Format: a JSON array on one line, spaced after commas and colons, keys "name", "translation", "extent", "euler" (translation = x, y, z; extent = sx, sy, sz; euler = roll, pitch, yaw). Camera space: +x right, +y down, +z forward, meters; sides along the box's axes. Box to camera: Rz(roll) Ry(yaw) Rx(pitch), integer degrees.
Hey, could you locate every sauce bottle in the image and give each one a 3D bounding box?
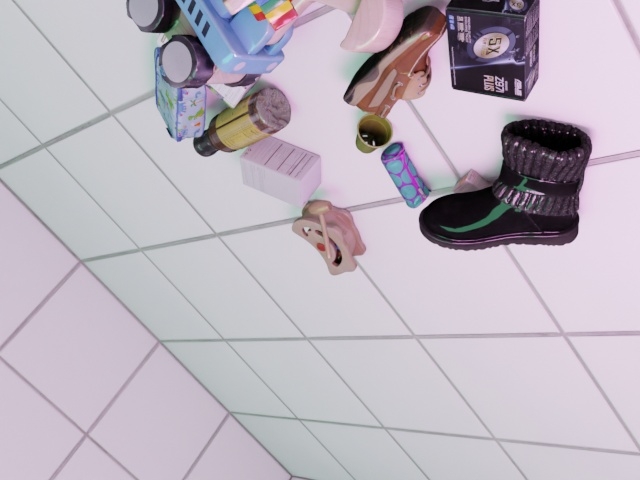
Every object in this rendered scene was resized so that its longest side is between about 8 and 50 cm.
[{"name": "sauce bottle", "translation": [-0.208, -0.283, 1.965], "extent": [0.111, 0.111, 0.344], "euler": [49, 147, -21]}]

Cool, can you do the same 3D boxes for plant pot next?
[{"name": "plant pot", "translation": [0.112, -0.233, 1.773], "extent": [0.083, 0.083, 0.079], "euler": [36, 160, -2]}]

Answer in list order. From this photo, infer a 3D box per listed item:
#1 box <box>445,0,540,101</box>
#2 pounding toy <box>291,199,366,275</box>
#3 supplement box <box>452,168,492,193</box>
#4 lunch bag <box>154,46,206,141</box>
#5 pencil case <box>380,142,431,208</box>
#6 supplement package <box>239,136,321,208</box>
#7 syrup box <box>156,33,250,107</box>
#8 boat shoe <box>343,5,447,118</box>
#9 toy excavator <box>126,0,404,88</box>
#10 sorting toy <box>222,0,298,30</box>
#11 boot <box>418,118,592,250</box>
[{"name": "box", "translation": [0.312, -0.354, 1.421], "extent": [0.147, 0.077, 0.180], "euler": [16, 143, 26]}, {"name": "pounding toy", "translation": [0.000, 0.000, 2.096], "extent": [0.154, 0.155, 0.269], "euler": [4, 137, 33]}, {"name": "supplement box", "translation": [0.350, -0.105, 1.747], "extent": [0.098, 0.036, 0.062], "euler": [37, 147, -6]}, {"name": "lunch bag", "translation": [-0.352, -0.367, 1.955], "extent": [0.176, 0.090, 0.219], "euler": [62, 157, 25]}, {"name": "pencil case", "translation": [0.195, -0.149, 1.808], "extent": [0.070, 0.064, 0.152], "euler": [16, 147, 55]}, {"name": "supplement package", "translation": [-0.100, -0.178, 2.004], "extent": [0.179, 0.105, 0.105], "euler": [24, 145, 18]}, {"name": "syrup box", "translation": [-0.254, -0.431, 1.827], "extent": [0.237, 0.093, 0.096], "euler": [40, 148, -7]}, {"name": "boat shoe", "translation": [0.165, -0.340, 1.554], "extent": [0.120, 0.122, 0.324], "euler": [34, 155, -11]}, {"name": "toy excavator", "translation": [-0.109, -0.453, 1.536], "extent": [0.445, 0.222, 0.433], "euler": [-39, 78, 34]}, {"name": "sorting toy", "translation": [-0.033, -0.448, 1.302], "extent": [0.257, 0.255, 0.089], "euler": [-32, 116, 8]}, {"name": "boot", "translation": [0.362, -0.114, 1.592], "extent": [0.348, 0.131, 0.260], "euler": [-3, 138, 13]}]
